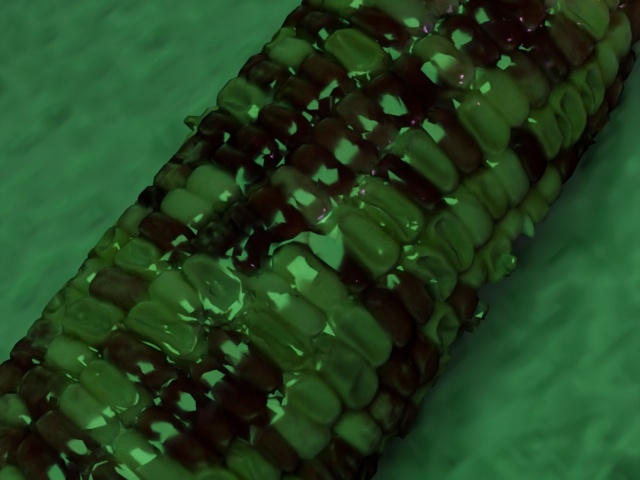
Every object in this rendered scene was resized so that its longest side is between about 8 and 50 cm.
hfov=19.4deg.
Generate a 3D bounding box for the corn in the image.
[{"bbox_3d":[0.000,0.000,0.497,0.098,0.098,0.290,32,75,20],"label":"corn"}]
